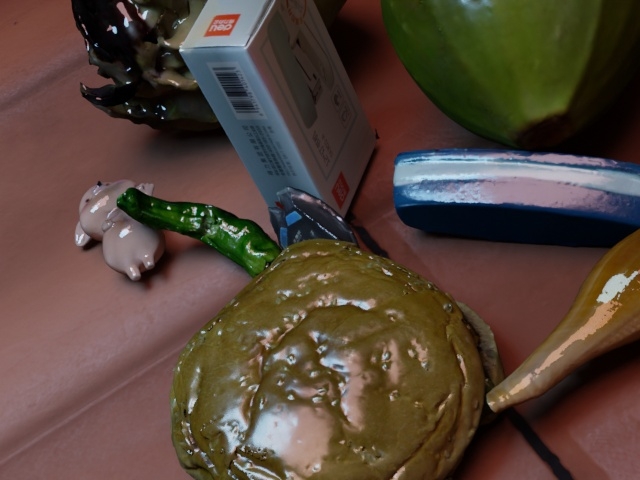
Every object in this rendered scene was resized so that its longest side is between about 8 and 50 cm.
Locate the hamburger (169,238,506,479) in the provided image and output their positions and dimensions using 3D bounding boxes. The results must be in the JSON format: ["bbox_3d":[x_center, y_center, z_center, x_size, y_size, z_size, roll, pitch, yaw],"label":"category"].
[{"bbox_3d":[0.010,0.127,1.125,0.265,0.134,0.285,25,66,38],"label":"hamburger"}]

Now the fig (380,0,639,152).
[{"bbox_3d":[0.206,-0.232,1.255,0.316,0.316,0.316,-11,48,13],"label":"fig"}]

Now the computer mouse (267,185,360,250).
[{"bbox_3d":[0.000,0.000,1.275,0.047,0.079,0.135,-24,61,-41],"label":"computer mouse"}]

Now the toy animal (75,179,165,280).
[{"bbox_3d":[-0.218,-0.012,1.379,0.083,0.089,0.150,-7,38,-25],"label":"toy animal"}]

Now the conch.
[{"bbox_3d":[0.275,0.045,1.098,0.330,0.093,0.109,-27,55,-16],"label":"conch"}]

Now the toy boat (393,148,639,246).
[{"bbox_3d":[0.215,-0.038,1.214,0.299,0.096,0.062,4,64,21],"label":"toy boat"}]

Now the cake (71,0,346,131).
[{"bbox_3d":[-0.145,-0.272,1.387,0.332,0.332,0.321,23,78,35],"label":"cake"}]

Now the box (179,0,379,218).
[{"bbox_3d":[-0.033,-0.142,1.278,0.079,0.269,0.135,4,52,29],"label":"box"}]

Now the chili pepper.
[{"bbox_3d":[-0.121,-0.013,1.318,0.182,0.050,0.073,21,22,2],"label":"chili pepper"}]
